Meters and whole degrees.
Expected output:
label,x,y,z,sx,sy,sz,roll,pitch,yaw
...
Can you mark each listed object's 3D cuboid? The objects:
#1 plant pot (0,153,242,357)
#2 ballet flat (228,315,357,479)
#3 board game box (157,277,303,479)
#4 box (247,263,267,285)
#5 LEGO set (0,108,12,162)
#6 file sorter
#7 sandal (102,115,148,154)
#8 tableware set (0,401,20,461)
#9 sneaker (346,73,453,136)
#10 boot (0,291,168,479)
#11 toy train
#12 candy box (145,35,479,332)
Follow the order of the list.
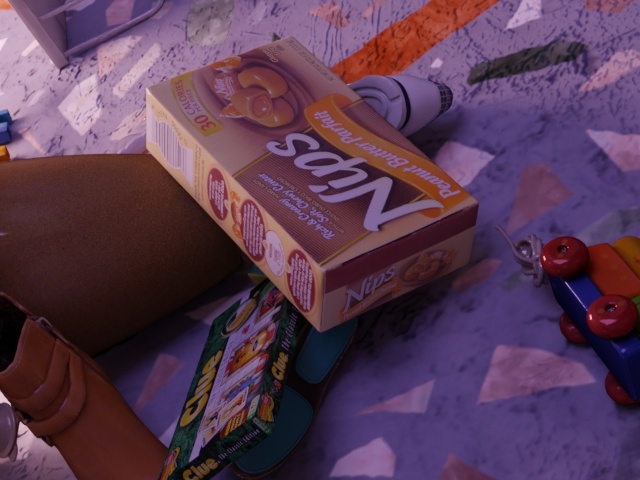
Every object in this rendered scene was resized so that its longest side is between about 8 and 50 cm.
label,x,y,z,sx,sy,sz,roll,pitch,yaw
plant pot,-0.219,0.002,1.661,0.254,0.237,0.237,-16,42,-1
ballet flat,-0.033,0.141,1.509,0.206,0.073,0.067,-54,17,-24
board game box,-0.076,0.123,1.482,0.136,0.030,0.260,-41,18,28
box,0.000,0.000,1.628,0.105,0.043,0.179,5,56,37
LEGO set,-0.451,-0.125,2.022,0.093,0.087,0.227,-13,43,3
file sorter,-0.351,-0.414,2.090,0.173,0.278,0.193,-25,41,9
sandal,-0.167,-0.118,1.829,0.265,0.076,0.102,-44,18,-27
tableware set,-0.342,0.228,1.585,0.168,0.020,0.141,1,87,53
sneaker,0.036,-0.130,1.707,0.094,0.090,0.235,-16,8,-41
boot,-0.215,0.172,1.471,0.109,0.220,0.283,-36,40,-2
toy train,0.265,0.020,1.388,0.143,0.105,0.248,-26,40,-4
candy box,-0.015,-0.065,1.554,0.183,0.088,0.316,-24,51,-27
